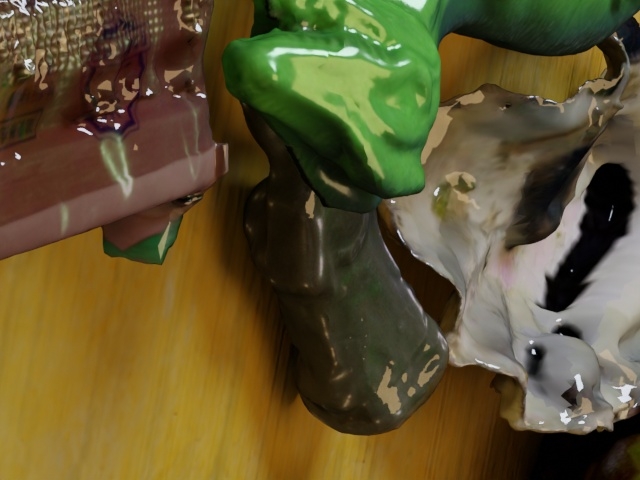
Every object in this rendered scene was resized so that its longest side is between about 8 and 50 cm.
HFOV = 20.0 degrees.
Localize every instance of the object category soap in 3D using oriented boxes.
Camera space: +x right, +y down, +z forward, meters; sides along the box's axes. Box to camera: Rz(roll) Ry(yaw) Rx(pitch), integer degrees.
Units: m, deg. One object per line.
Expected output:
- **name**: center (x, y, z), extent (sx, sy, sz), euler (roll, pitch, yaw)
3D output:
- **soap**: center (-0.137, -0.073, 0.561), extent (0.273, 0.098, 0.218), euler (-24, 120, -57)

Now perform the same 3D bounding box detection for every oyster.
- **oyster**: center (0.154, -0.018, 1.097), extent (0.351, 0.114, 0.238), euler (-46, 128, -53)

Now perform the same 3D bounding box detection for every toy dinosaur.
- **toy dinosaur**: center (0.148, -0.109, 0.921), extent (0.500, 0.144, 0.375), euler (39, 54, -44)

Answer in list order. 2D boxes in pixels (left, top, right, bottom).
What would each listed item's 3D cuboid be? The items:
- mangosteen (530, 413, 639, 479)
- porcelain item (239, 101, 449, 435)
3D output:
- **mangosteen**: center (0.293, 0.182, 1.192), extent (0.297, 0.313, 0.297), euler (11, 66, -26)
- **porcelain item**: center (0.000, 0.000, 0.859), extent (0.081, 0.069, 0.216), euler (-49, 141, -25)
